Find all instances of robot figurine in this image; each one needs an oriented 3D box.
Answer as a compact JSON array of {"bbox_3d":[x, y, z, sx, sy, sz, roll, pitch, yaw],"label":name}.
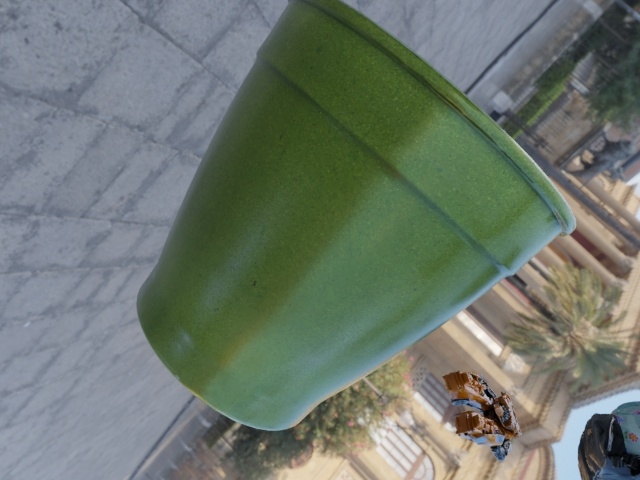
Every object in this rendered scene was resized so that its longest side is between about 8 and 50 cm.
[{"bbox_3d":[0.413,0.430,1.272,0.085,0.211,0.291,-30,140,30],"label":"robot figurine"}]

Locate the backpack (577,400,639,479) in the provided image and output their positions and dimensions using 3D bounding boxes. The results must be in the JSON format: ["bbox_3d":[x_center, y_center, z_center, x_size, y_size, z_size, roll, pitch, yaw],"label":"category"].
[{"bbox_3d":[0.444,0.277,0.660,0.152,0.182,0.115,76,16,-48],"label":"backpack"}]

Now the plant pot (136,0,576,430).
[{"bbox_3d":[0.000,0.000,0.559,0.353,0.366,0.366,-50,172,10],"label":"plant pot"}]
